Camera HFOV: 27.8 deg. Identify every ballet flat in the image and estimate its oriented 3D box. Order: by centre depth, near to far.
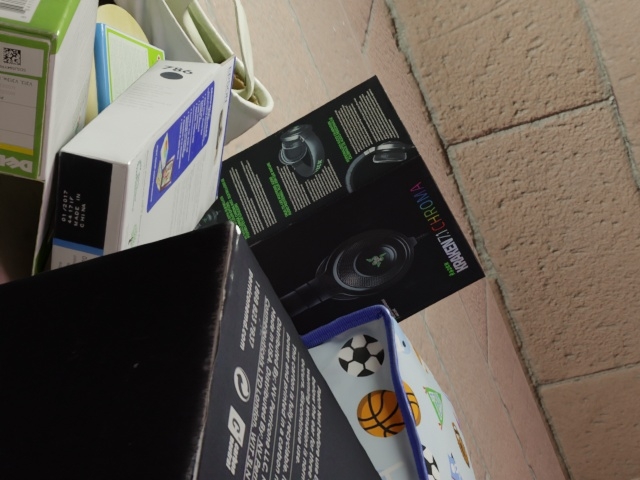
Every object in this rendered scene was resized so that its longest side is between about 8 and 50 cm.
[{"bbox_3d":[-0.162,-0.275,1.378,0.139,0.139,0.400,-84,153,-54],"label":"ballet flat"}]

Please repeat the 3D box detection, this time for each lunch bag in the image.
[{"bbox_3d":[0.056,0.319,1.345,0.328,0.239,0.385,49,22,-60],"label":"lunch bag"}]

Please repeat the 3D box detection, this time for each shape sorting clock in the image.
[{"bbox_3d":[-0.195,-0.129,1.278,0.206,0.040,0.206,-8,90,-70],"label":"shape sorting clock"}]

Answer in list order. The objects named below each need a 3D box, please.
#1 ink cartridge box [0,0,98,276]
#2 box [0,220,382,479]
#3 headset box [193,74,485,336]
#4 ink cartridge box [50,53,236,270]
[{"bbox_3d":[-0.244,-0.104,1.024,0.189,0.097,0.255,-85,-172,-53],"label":"ink cartridge box"},{"bbox_3d":[-0.138,0.196,0.595,0.179,0.343,0.312,-86,155,-49],"label":"box"},{"bbox_3d":[0.000,0.000,1.408,0.246,0.283,0.131,56,8,-50],"label":"headset box"},{"bbox_3d":[-0.153,-0.055,1.153,0.333,0.065,0.165,-62,162,-65],"label":"ink cartridge box"}]
